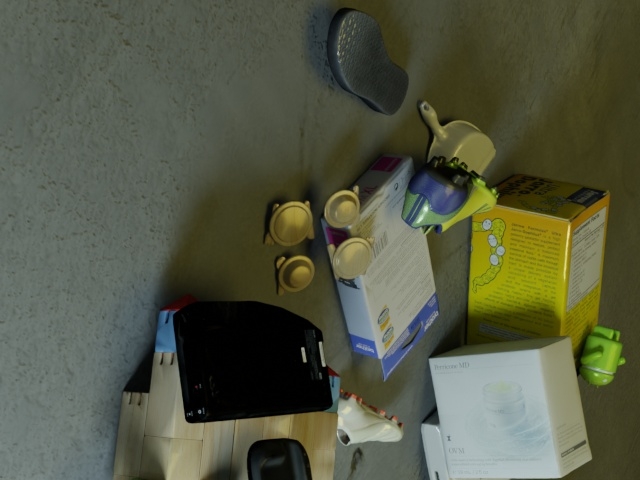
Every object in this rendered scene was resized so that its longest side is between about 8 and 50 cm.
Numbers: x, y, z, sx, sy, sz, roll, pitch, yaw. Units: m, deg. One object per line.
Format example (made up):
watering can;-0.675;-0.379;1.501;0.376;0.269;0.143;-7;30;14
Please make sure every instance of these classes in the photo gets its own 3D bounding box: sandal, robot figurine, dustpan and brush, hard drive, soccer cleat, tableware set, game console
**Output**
sandal;0.056;-0.243;1.459;0.097;0.054;0.254;-63;155;-7
robot figurine;0.523;0.218;1.941;0.101;0.067;0.115;16;89;-47
dustpan and brush;0.212;-0.159;1.720;0.147;0.060;0.211;-52;148;-13
hard drive;0.321;0.385;2.040;0.353;0.047;0.233;-29;112;-48
soccer cleat;0.197;-0.062;1.621;0.121;0.093;0.289;-56;160;13
soccer cleat;0.063;0.294;1.647;0.196;0.068;0.076;35;77;-48
tableware set;0.000;0.000;1.428;0.169;0.020;0.141;-15;116;-23
game console;-0.060;0.246;1.181;0.213;0.044;0.361;6;70;-48

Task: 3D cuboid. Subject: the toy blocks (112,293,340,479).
toy blocks;-0.104;0.215;1.288;0.381;0.191;0.261;18;74;-48

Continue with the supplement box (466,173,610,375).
supplement box;0.406;0.080;1.956;0.194;0.195;0.356;-28;124;-49

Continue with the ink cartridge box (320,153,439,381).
ink cartridge box;0.100;0.044;1.608;0.186;0.065;0.311;-46;133;-38

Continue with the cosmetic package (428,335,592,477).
cosmetic package;0.335;0.296;1.842;0.138;0.224;0.224;-7;87;-51
